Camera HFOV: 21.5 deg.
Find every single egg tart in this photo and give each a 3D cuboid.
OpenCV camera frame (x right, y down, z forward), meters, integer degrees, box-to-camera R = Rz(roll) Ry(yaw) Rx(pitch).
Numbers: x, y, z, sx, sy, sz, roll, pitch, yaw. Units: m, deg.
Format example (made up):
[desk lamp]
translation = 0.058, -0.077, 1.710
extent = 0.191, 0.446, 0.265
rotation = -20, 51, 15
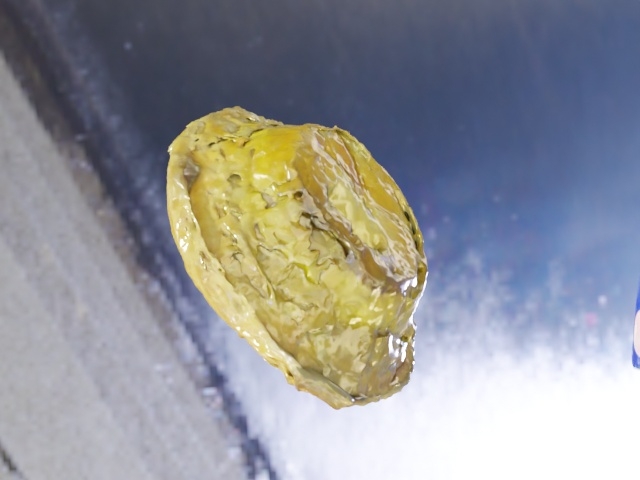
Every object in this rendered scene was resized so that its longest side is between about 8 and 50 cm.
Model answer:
[egg tart]
translation = 0.001, -0.002, 1.581
extent = 0.341, 0.129, 0.341
rotation = 43, 26, -27

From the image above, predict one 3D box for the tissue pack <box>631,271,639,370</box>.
[tissue pack]
translation = 0.490, 0.026, 2.090
extent = 0.209, 0.137, 0.269
rotation = -23, 123, -53
